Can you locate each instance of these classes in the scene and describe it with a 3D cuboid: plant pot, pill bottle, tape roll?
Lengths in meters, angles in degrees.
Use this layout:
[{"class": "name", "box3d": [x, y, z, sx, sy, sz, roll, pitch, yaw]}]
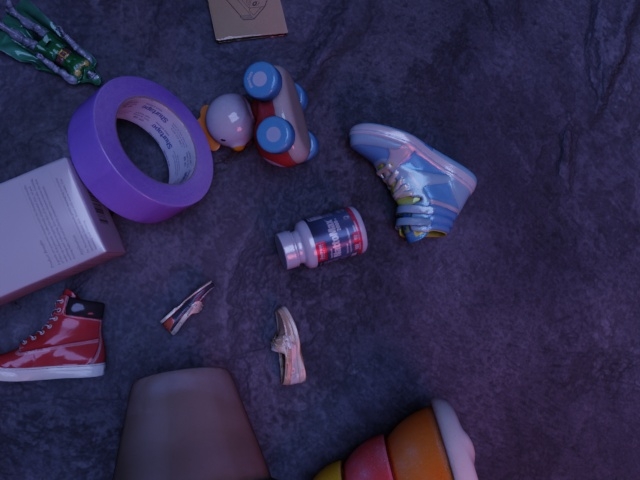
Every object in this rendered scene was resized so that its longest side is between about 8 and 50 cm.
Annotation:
[{"class": "plant pot", "box3d": [-0.250, 0.397, 1.173, 0.323, 0.323, 0.280, -6, 69, -13]}, {"class": "pill bottle", "box3d": [0.000, 0.000, 1.345, 0.180, 0.108, 0.107, -17, 89, -13]}, {"class": "tape roll", "box3d": [-0.340, -0.175, 1.211, 0.275, 0.090, 0.274, 33, 44, -39]}]

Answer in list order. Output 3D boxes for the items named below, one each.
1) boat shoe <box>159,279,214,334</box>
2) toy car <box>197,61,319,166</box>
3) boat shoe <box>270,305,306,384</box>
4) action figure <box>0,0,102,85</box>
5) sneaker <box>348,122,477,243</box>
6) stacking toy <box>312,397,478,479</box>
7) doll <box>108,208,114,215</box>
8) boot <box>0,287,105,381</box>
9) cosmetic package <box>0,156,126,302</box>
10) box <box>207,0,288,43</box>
[{"class": "boat shoe", "box3d": [-0.270, 0.138, 1.300, 0.137, 0.049, 0.043, -42, 98, -11]}, {"class": "toy car", "box3d": [-0.153, -0.239, 1.315, 0.238, 0.219, 0.210, -14, 88, 15]}, {"class": "boat shoe", "box3d": [-0.076, 0.226, 1.328, 0.059, 0.063, 0.170, -13, 88, -20]}, {"class": "action figure", "box3d": [-0.552, -0.394, 1.285, 0.232, 0.063, 0.137, 34, 75, -11]}, {"class": "sneaker", "box3d": [0.181, -0.114, 1.388, 0.319, 0.127, 0.208, 25, 78, -8]}, {"class": "stacking toy", "box3d": [0.085, 0.535, 1.254, 0.480, 0.350, 0.350, -14, 88, 4]}, {"class": "doll", "box3d": [-0.451, -0.069, 1.279, 0.129, 0.046, 0.188, 19, 82, -3]}, {"class": "boot", "box3d": [-0.548, 0.183, 1.216, 0.244, 0.088, 0.176, -1, 84, -21]}, {"class": "cosmetic package", "box3d": [-0.584, 0.009, 1.160, 0.366, 0.155, 0.196, -22, 90, -3]}, {"class": "box", "box3d": [-0.173, -0.550, 1.403, 0.165, 0.021, 0.201, -12, 87, -14]}]
